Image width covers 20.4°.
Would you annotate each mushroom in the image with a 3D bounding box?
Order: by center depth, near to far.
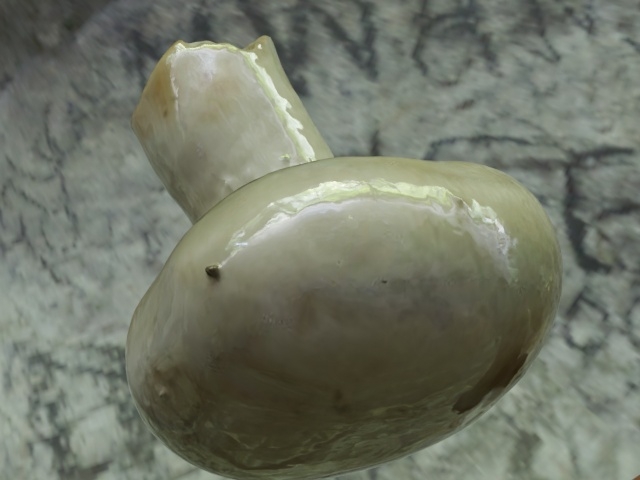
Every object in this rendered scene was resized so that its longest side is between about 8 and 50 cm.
[{"bbox_3d":[0.000,0.000,1.150,0.292,0.292,0.290,-17,-111,-9],"label":"mushroom"}]

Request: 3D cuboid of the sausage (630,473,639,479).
[{"bbox_3d":[0.237,0.181,1.187,0.083,0.083,0.264,33,-48,-17],"label":"sausage"}]
